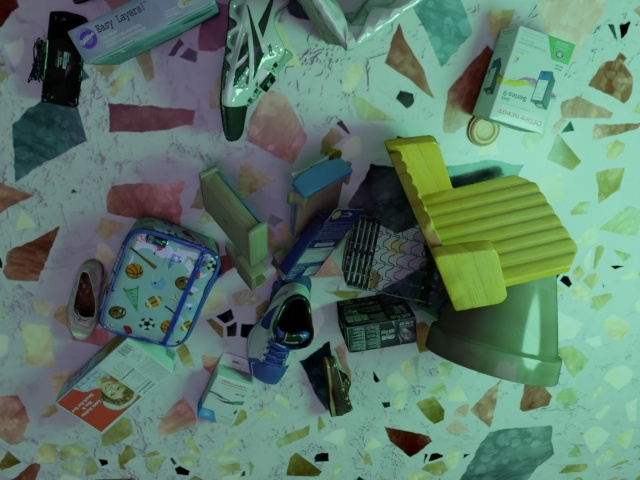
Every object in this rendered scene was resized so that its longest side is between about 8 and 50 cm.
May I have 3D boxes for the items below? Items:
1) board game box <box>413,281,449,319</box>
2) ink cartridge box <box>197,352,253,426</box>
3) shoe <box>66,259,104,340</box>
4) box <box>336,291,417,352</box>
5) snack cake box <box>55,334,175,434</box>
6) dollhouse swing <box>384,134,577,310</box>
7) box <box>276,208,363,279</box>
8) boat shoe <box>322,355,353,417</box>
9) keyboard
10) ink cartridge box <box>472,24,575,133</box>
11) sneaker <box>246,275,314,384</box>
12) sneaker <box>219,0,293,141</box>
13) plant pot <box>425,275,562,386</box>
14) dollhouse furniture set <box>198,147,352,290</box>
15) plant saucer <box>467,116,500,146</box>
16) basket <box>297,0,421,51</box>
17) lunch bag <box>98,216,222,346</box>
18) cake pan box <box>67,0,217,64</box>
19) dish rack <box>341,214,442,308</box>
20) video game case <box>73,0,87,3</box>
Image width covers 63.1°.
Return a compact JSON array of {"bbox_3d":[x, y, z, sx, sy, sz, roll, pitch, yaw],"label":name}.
[{"bbox_3d":[0.431,0.099,1.426,0.214,0.046,0.317,33,102,-18],"label":"board game box"},{"bbox_3d":[-0.253,0.405,1.418,0.104,0.060,0.180,22,105,-17],"label":"ink cartridge box"},{"bbox_3d":[-0.578,0.153,1.270,0.077,0.058,0.218,12,108,-13],"label":"shoe"},{"bbox_3d":[0.144,0.211,1.365,0.180,0.147,0.077,-8,111,-7],"label":"box"},{"bbox_3d":[-0.522,0.354,1.340,0.264,0.089,0.152,-41,113,7],"label":"snack cake box"},{"bbox_3d":[0.362,-0.077,1.141,0.305,0.346,0.315,-22,140,11],"label":"dollhouse swing"},{"bbox_3d":[0.000,0.000,1.257,0.036,0.136,0.225,48,115,22],"label":"box"},{"bbox_3d":[0.050,0.405,1.466,0.073,0.073,0.206,-11,119,-7],"label":"boat shoe"},{"bbox_3d":[-0.553,-0.383,1.094,0.100,0.038,0.191,4,110,-36],"label":"keyboard"},{"bbox_3d":[0.473,-0.372,1.225,0.155,0.093,0.212,13,105,-14],"label":"ink cartridge box"},{"bbox_3d":[-0.103,0.242,1.317,0.128,0.182,0.315,16,107,-13],"label":"sneaker"},{"bbox_3d":[-0.136,-0.368,1.113,0.147,0.122,0.330,7,109,-10],"label":"sneaker"},{"bbox_3d":[0.448,0.171,1.291,0.324,0.323,0.280,12,92,-14],"label":"plant pot"},{"bbox_3d":[-0.096,-0.088,1.252,0.304,0.198,0.286,-31,155,-23],"label":"dollhouse furniture set"},{"bbox_3d":[0.408,-0.275,1.298,0.084,0.013,0.083,-3,110,-8],"label":"plant saucer"},{"bbox_3d":[0.072,-0.592,0.987,0.331,0.266,0.328,-35,112,5],"label":"basket"},{"bbox_3d":[-0.377,0.102,1.258,0.243,0.115,0.303,22,106,-19],"label":"lunch bag"},{"bbox_3d":[-0.325,-0.415,0.999,0.267,0.245,0.070,-26,109,2],"label":"cake pan box"},{"bbox_3d":[0.189,0.050,1.323,0.272,0.074,0.208,13,84,-8],"label":"dish rack"},{"bbox_3d":[-0.413,-0.611,0.959,0.275,0.035,0.248,-11,115,25],"label":"video game case"}]
